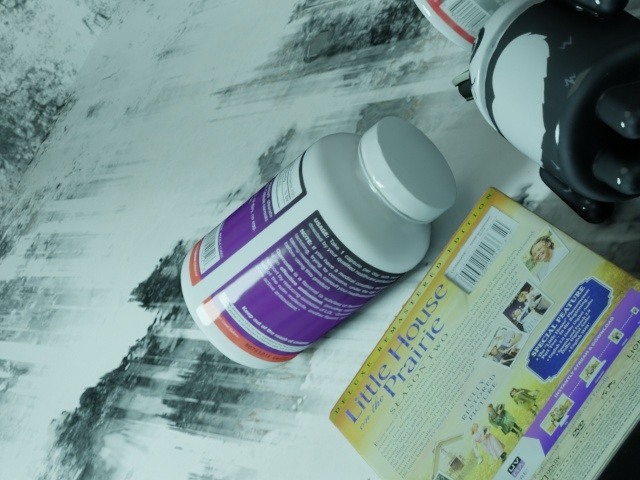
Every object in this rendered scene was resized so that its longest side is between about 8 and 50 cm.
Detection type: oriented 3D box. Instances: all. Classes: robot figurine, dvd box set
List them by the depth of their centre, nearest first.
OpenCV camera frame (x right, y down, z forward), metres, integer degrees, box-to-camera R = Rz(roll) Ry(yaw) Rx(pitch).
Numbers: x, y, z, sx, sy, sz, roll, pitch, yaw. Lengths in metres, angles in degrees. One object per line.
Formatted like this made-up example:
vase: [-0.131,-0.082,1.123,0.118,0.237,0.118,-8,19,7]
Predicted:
dvd box set: [0.182,0.141,1.514,0.307,0.062,0.420,-55,27,3]
robot figurine: [0.257,-0.142,1.554,0.209,0.173,0.278,-57,36,10]

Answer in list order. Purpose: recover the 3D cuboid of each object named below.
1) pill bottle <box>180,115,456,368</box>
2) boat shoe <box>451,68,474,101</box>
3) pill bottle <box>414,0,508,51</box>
pill bottle: [0.000,0.000,1.843,0.323,0.181,0.181,-38,32,31]
boat shoe: [0.235,-0.183,1.770,0.081,0.068,0.228,-29,8,-37]
pill bottle: [0.243,-0.363,1.864,0.283,0.161,0.161,-40,30,29]
